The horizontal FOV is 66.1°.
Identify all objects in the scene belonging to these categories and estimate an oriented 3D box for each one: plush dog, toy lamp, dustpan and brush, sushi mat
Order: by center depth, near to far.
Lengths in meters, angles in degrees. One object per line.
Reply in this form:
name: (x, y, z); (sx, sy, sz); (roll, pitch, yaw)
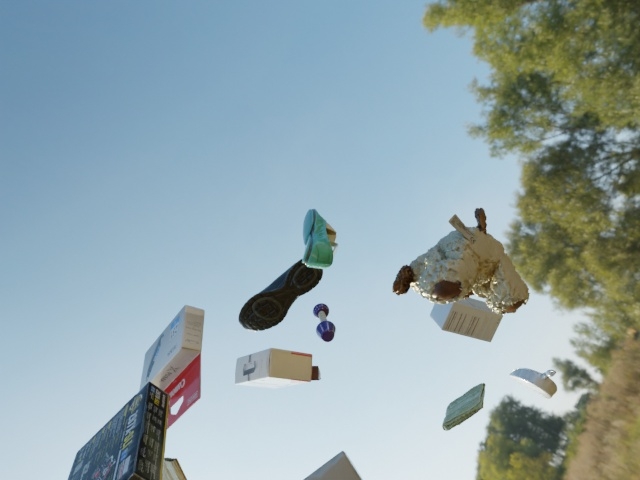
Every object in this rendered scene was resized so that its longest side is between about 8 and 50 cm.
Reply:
plush dog: (0.281, 0.062, 1.068); (0.262, 0.225, 0.210); (12, -117, -27)
sushi mat: (-0.402, 0.783, 1.452); (0.019, 0.151, 0.316); (-30, -86, -52)
dustpan and brush: (0.714, 0.451, 1.596); (0.060, 0.147, 0.211); (-57, -15, -11)
toy lamp: (0.014, 0.324, 1.927); (0.275, 0.080, 0.080); (-115, 42, -79)

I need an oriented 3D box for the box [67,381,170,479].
box: (-0.450, 0.498, 1.073); (0.257, 0.322, 0.079); (-43, -69, 1)

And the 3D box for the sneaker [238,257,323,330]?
sneaker: (-0.111, 0.156, 1.423); (0.286, 0.109, 0.130); (-37, 4, -2)

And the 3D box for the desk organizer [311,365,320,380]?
desk organizer: (-0.065, 0.470, 1.747); (0.047, 0.130, 0.050); (44, -138, -76)

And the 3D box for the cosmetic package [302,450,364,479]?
cosmetic package: (-0.005, 0.644, 1.237); (0.238, 0.107, 0.127); (-32, -30, -5)

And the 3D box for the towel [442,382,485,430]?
towel: (0.398, 0.459, 1.364); (0.148, 0.027, 0.110); (-48, -3, 29)

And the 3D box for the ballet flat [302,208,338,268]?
ballet flat: (0.000, 0.000, 1.249); (0.247, 0.087, 0.083); (-92, 22, -61)

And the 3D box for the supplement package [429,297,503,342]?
supplement package: (0.614, 0.319, 2.085); (0.244, 0.139, 0.134); (16, -76, -15)

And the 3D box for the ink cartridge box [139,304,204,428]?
ink cartridge box: (-0.414, 0.363, 1.351); (0.066, 0.261, 0.296); (21, -50, -30)

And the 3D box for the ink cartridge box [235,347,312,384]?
ink cartridge box: (-0.151, 0.408, 1.556); (0.158, 0.218, 0.092); (18, -117, -32)
